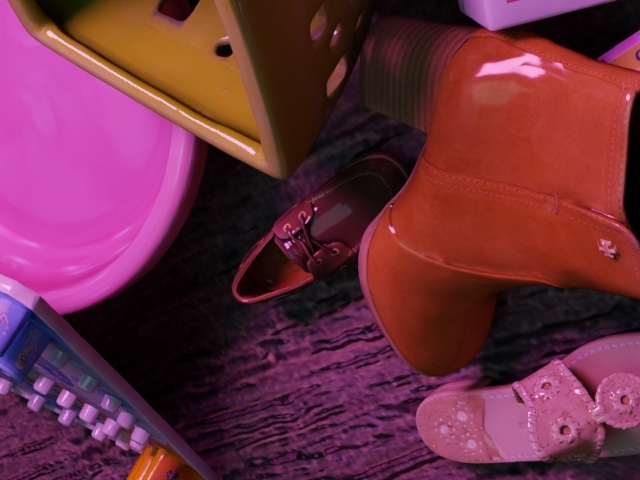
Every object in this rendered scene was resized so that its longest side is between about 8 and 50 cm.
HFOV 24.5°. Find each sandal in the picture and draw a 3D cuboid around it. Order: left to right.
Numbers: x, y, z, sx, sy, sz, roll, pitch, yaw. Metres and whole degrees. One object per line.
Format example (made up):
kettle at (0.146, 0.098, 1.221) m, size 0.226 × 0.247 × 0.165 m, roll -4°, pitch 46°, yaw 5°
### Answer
sandal at (0.155, 0.129, 1.014) m, size 0.240 × 0.079 × 0.088 m, roll -16°, pitch 104°, yaw 40°

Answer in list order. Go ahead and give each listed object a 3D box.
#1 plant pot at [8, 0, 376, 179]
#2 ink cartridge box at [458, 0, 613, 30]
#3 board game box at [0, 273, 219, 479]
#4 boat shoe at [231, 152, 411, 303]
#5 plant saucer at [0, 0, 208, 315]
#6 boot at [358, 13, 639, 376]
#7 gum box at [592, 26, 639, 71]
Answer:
plant pot at (-0.065, -0.209, 0.879) m, size 0.228 × 0.207 × 0.227 m, roll 30°, pitch 162°, yaw 20°
ink cartridge box at (0.130, -0.217, 0.814) m, size 0.127 × 0.072 × 0.175 m, roll -15°, pitch 110°, yaw -4°
board game box at (-0.309, 0.077, 1.192) m, size 0.390 × 0.050 × 0.390 m, roll 20°, pitch 161°, yaw 26°
boat shoe at (0.000, 0.000, 1.069) m, size 0.178 × 0.060 × 0.064 m, roll -37°, pitch 90°, yaw 42°
plant saucer at (-0.215, -0.111, 1.114) m, size 0.332 × 0.084 × 0.332 m, roll 7°, pitch 104°, yaw 28°
boot at (0.127, 0.006, 0.906) m, size 0.211 × 0.104 × 0.295 m, roll 26°, pitch 140°, yaw 39°
gum box at (0.249, -0.102, 0.835) m, size 0.188 × 0.062 × 0.107 m, roll -33°, pitch 92°, yaw 42°
